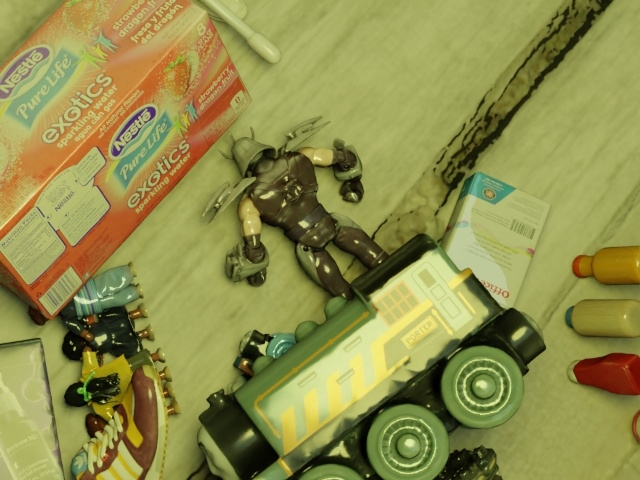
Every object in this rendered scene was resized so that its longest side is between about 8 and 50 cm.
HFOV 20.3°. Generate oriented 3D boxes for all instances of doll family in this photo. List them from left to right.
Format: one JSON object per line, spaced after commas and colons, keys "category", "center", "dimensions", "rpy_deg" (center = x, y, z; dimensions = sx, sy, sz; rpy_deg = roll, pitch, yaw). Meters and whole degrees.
{"category": "doll family", "center": [-0.212, 0.109, 1.731], "dimensions": [0.111, 0.076, 0.193], "rpy_deg": [-18, 81, -10]}

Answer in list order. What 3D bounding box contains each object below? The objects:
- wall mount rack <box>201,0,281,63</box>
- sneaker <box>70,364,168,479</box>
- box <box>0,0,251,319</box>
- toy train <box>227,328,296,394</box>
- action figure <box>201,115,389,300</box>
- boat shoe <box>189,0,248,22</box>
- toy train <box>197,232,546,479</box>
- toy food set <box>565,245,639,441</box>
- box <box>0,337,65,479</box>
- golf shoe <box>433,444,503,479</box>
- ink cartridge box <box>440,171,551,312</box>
{"category": "wall mount rack", "center": [-0.090, -0.364, 1.787], "dimensions": [0.350, 0.130, 0.304], "rpy_deg": [-51, 132, -25]}
{"category": "sneaker", "center": [-0.192, 0.200, 1.683], "dimensions": [0.084, 0.069, 0.185], "rpy_deg": [2, 117, -13]}
{"category": "box", "center": [-0.228, -0.099, 1.690], "dimensions": [0.142, 0.154, 0.300], "rpy_deg": [33, 74, 30]}
{"category": "toy train", "center": [-0.011, 0.164, 1.764], "dimensions": [0.184, 0.080, 0.105], "rpy_deg": [31, 82, -7]}
{"category": "action figure", "center": [0.000, 0.000, 1.784], "dimensions": [0.185, 0.099, 0.285], "rpy_deg": [-42, 88, -8]}
{"category": "boat shoe", "center": [-0.117, -0.256, 1.823], "dimensions": [0.100, 0.035, 0.035], "rpy_deg": [34, 76, -6]}
{"category": "toy train", "center": [0.045, 0.147, 1.672], "dimensions": [0.334, 0.142, 0.190], "rpy_deg": [-38, 85, -3]}
{"category": "toy food set", "center": [0.327, 0.124, 1.852], "dimensions": [0.111, 0.104, 0.232], "rpy_deg": [-39, 110, -28]}
{"category": "box", "center": [-0.321, 0.205, 1.670], "dimensions": [0.153, 0.108, 0.207], "rpy_deg": [-10, 84, -13]}
{"category": "golf shoe", "center": [0.123, 0.290, 1.757], "dimensions": [0.198, 0.077, 0.094], "rpy_deg": [-39, 108, -32]}
{"category": "ink cartridge box", "center": [0.172, 0.004, 1.840], "dimensions": [0.088, 0.052, 0.122], "rpy_deg": [24, 76, -8]}
